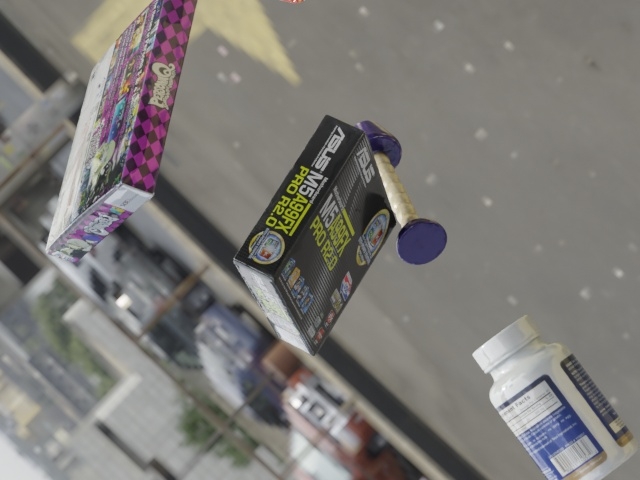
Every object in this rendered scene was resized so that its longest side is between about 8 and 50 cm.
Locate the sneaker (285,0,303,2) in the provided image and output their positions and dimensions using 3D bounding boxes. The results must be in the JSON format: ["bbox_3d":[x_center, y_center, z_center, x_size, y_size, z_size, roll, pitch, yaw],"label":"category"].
[{"bbox_3d":[-0.044,-0.250,1.365,0.175,0.067,0.064,28,132,40],"label":"sneaker"}]

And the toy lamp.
[{"bbox_3d":[0.099,-0.077,2.117,0.080,0.080,0.274,54,-174,-39],"label":"toy lamp"}]

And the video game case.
[{"bbox_3d":[-0.205,-0.115,1.563,0.042,0.232,0.210,21,151,-22],"label":"video game case"}]

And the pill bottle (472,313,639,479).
[{"bbox_3d":[0.160,0.114,1.061,0.120,0.067,0.067,54,169,9],"label":"pill bottle"}]

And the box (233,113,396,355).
[{"bbox_3d":[0.000,0.000,1.891,0.060,0.216,0.270,27,163,21],"label":"box"}]
